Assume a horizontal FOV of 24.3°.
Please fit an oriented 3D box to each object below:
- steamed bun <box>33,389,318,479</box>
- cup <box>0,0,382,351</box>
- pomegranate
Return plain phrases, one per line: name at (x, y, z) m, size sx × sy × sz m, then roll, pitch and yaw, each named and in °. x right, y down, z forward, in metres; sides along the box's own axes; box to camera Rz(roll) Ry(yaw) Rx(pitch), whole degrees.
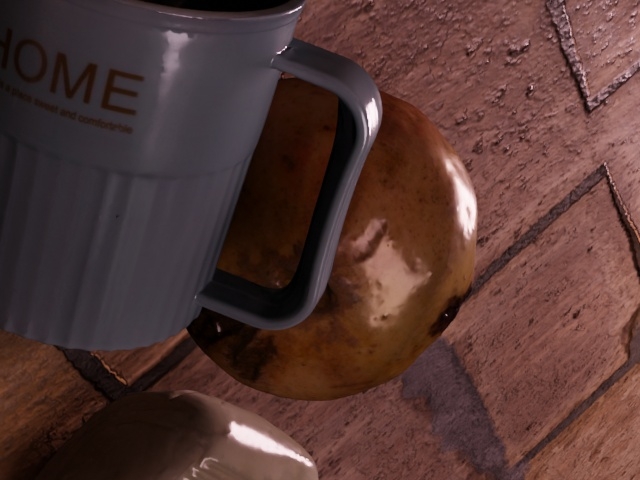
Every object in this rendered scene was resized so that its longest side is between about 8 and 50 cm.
steamed bun at (-0.203, 0.319, 1.593) m, size 0.247 × 0.236 × 0.383 m, roll 29°, pitch 95°, yaw -42°
cup at (-0.145, -0.094, 1.227) m, size 0.331 × 0.257 × 0.311 m, roll 7°, pitch 120°, yaw -22°
pomegranate at (0.000, 0.000, 1.441) m, size 0.322 × 0.322 × 0.322 m, roll -25°, pitch 137°, yaw -25°
